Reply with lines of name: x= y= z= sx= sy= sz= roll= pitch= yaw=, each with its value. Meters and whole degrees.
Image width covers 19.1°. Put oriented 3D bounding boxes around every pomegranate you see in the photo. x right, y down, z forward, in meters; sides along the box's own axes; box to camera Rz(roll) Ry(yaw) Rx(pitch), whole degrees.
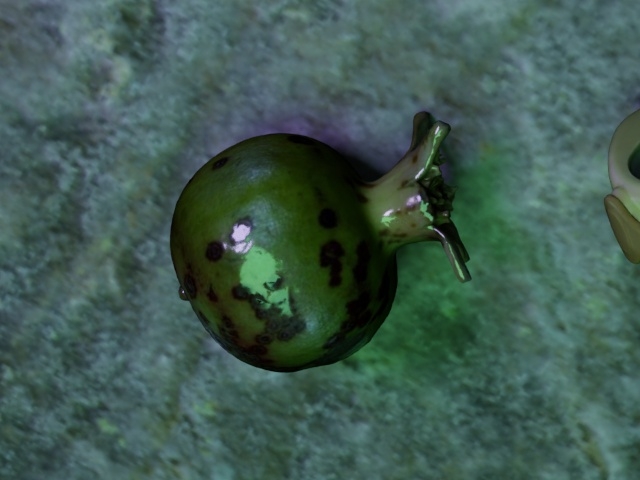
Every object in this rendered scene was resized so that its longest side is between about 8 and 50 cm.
pomegranate: x=-0.001 y=0.001 z=1.101 sx=0.169 sy=0.148 sz=0.148 roll=-14 pitch=113 yaw=-7

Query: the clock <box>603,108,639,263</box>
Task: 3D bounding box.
clock: x=0.228 y=-0.023 z=0.962 sx=0.170 sy=0.232 sz=0.069 roll=-13 pitch=111 yaw=21
